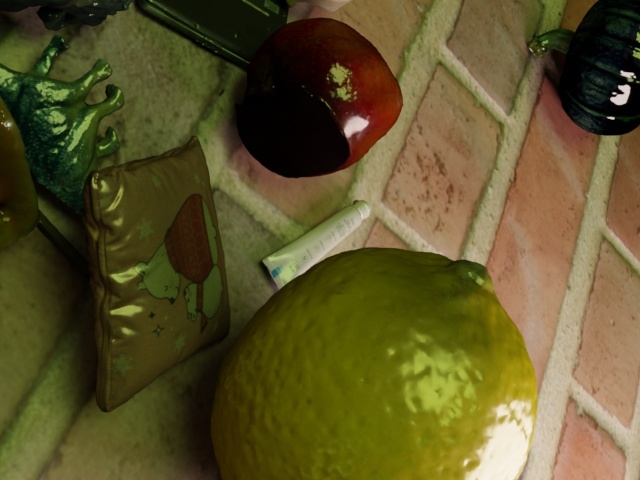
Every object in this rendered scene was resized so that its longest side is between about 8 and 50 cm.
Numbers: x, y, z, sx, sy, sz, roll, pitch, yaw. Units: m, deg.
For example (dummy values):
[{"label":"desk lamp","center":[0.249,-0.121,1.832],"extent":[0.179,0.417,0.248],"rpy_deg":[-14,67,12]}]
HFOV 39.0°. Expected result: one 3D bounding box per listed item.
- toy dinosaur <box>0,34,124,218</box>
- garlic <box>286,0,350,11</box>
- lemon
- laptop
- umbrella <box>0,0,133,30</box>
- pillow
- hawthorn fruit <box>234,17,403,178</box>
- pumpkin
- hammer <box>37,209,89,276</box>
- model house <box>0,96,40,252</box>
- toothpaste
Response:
[{"label":"toy dinosaur","center":[-0.262,-0.108,0.906],"extent":[0.147,0.076,0.363],"rpy_deg":[-47,116,-31]},{"label":"garlic","center":[-0.018,-0.419,1.171],"extent":[0.229,0.143,0.178],"rpy_deg":[33,46,-17]},{"label":"lemon","center":[0.050,0.169,0.909],"extent":[0.336,0.336,0.336],"rpy_deg":[15,65,-37]},{"label":"laptop","center":[-0.126,-0.305,1.129],"extent":[0.207,0.026,0.154],"rpy_deg":[24,60,-34]},{"label":"umbrella","center":[-0.310,-0.261,0.836],"extent":[0.348,0.143,0.094],"rpy_deg":[-12,75,-53]},{"label":"pillow","center":[-0.159,0.023,0.898],"extent":[0.223,0.084,0.236],"rpy_deg":[-27,118,-65]},{"label":"hawthorn fruit","center":[0.016,-0.172,1.109],"extent":[0.251,0.189,0.190],"rpy_deg":[-15,85,-51]},{"label":"pumpkin","center":[0.481,-0.316,1.558],"extent":[0.248,0.248,0.248],"rpy_deg":[15,65,-37]},{"label":"hammer","center":[-0.321,-0.075,0.880],"extent":[0.292,0.029,0.058],"rpy_deg":[51,51,-18]},{"label":"model house","center":[-0.369,-0.043,0.719],"extent":[0.268,0.173,0.239],"rpy_deg":[47,51,-21]},{"label":"toothpaste","center":[0.000,0.000,1.133],"extent":[0.190,0.031,0.048],"rpy_deg":[-37,103,-39]}]
